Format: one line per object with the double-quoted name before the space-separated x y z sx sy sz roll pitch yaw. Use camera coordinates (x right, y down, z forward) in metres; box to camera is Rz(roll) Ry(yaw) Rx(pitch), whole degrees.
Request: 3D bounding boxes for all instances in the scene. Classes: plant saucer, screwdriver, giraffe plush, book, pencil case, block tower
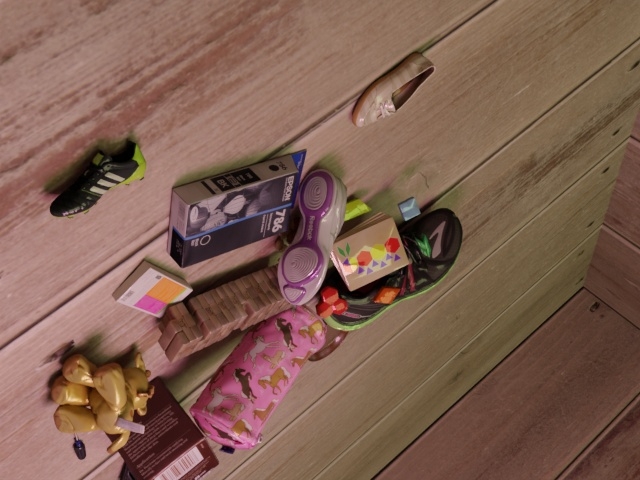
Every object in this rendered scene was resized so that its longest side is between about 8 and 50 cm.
"plant saucer" 0.017 0.280 2.118 0.168 0.029 0.168 -31 145 -25
"screwdriver" -0.539 0.433 1.605 0.170 0.024 0.025 92 20 -46
"giraffe plush" -0.420 0.310 1.498 0.181 0.210 0.170 -62 176 17
"book" -0.337 0.103 1.468 0.096 0.035 0.144 -45 150 3
"pencil case" -0.135 0.308 1.716 0.167 0.160 0.386 53 53 -24
"block tower" -0.197 0.151 1.610 0.335 0.091 0.097 -22 160 -40

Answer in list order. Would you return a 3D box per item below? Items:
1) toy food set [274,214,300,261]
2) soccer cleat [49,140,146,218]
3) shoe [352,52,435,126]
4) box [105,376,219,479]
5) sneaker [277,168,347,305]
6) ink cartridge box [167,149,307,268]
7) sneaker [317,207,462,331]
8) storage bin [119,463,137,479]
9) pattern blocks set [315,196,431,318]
"toy food set" -0.073 -0.013 1.680 0.078 0.019 0.122 -17 131 -41
"soccer cleat" -0.364 -0.101 1.181 0.179 0.060 0.072 -37 139 -29
"shoe" 0.158 -0.320 1.572 0.219 0.058 0.076 -44 149 -6
"box" -0.367 0.465 1.677 0.168 0.203 0.167 -36 148 -18
"sneaker" 0.000 0.000 1.633 0.152 0.114 0.305 11 96 -66
"ink cartridge box" -0.149 -0.068 1.477 0.333 0.065 0.165 -23 141 -36
"sneaker" 0.203 0.061 1.949 0.483 0.185 0.202 -36 152 -20
"storage bin" -0.405 0.600 1.864 0.180 0.122 0.084 -11 134 -46
"pattern blocks set" 0.115 0.032 1.806 0.325 0.026 0.285 -17 108 -11
